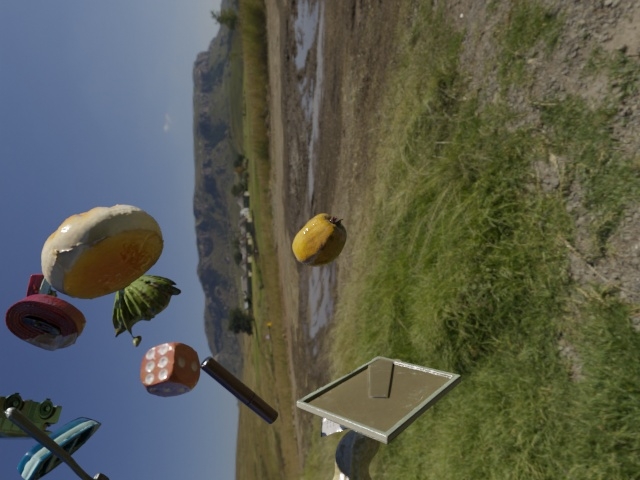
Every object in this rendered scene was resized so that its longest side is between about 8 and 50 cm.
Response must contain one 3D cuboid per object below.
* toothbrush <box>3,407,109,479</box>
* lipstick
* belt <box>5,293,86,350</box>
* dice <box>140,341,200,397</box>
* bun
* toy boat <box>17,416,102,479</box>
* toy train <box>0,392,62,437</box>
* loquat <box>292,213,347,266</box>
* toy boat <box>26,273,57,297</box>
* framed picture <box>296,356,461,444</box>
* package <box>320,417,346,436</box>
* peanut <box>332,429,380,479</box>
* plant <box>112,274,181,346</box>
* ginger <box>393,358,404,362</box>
[{"bbox_3d":[-0.575,0.464,0.896,0.297,0.030,0.030,58,-151,-23],"label":"toothbrush"},{"bbox_3d":[-0.300,0.559,1.514,0.356,0.057,0.057,46,-179,-16],"label":"lipstick"},{"bbox_3d":[-0.827,0.244,1.240,0.128,0.201,0.124,-59,17,-5],"label":"belt"},{"bbox_3d":[-0.617,0.531,1.680,0.179,0.174,0.174,58,-162,-49],"label":"dice"},{"bbox_3d":[-0.578,0.010,1.067,0.165,0.299,0.299,47,156,16],"label":"bun"},{"bbox_3d":[-0.745,0.587,1.188,0.096,0.062,0.299,-62,-3,-1],"label":"toy boat"},{"bbox_3d":[-1.171,0.676,1.559,0.326,0.129,0.159,61,-157,-56],"label":"toy train"},{"bbox_3d":[0.000,0.000,1.492,0.234,0.176,0.187,-43,21,16],"label":"loquat"},{"bbox_3d":[-1.156,0.262,1.722,0.145,0.133,0.331,-110,38,-51],"label":"toy boat"},{"bbox_3d":[0.147,0.358,0.965,0.248,0.335,0.022,0,96,42],"label":"framed picture"},{"bbox_3d":[0.094,0.640,1.611,0.062,0.204,0.250,52,-157,-16],"label":"package"},{"bbox_3d":[0.099,0.678,1.187,0.120,0.136,0.298,117,173,-61],"label":"peanut"},{"bbox_3d":[-0.621,0.137,1.307,0.180,0.251,0.333,-8,119,48],"label":"plant"},{"bbox_3d":[0.275,0.628,1.731,0.244,0.155,0.303,-127,55,-78],"label":"ginger"}]
